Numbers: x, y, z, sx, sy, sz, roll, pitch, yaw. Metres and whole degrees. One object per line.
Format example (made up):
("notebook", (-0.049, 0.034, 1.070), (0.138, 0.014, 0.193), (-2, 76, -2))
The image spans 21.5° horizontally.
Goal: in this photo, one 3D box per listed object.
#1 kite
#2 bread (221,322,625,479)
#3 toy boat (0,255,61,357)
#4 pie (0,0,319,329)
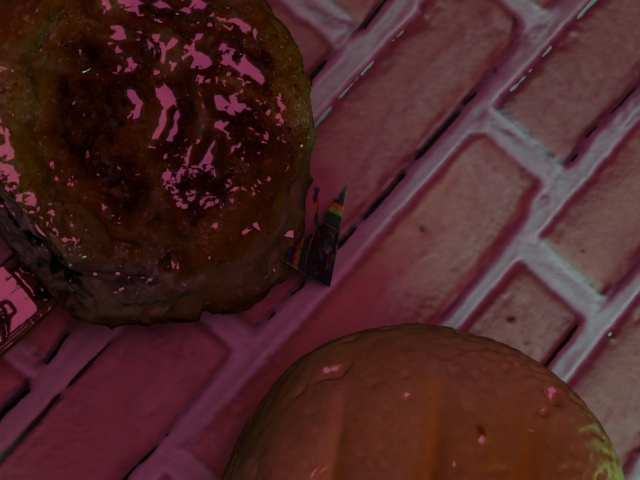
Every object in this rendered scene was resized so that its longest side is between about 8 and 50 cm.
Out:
("kite", (0.000, 0.000, 1.358), (0.122, 0.004, 0.090), (-44, 132, -52))
("bread", (0.072, 0.219, 1.240), (0.321, 0.237, 0.320), (7, 65, -14))
("toy boat", (-0.275, 0.079, 1.270), (0.200, 0.077, 0.057), (-41, 92, -16))
("pie", (-0.144, -0.100, 1.305), (0.288, 0.103, 0.354), (-38, 93, -29))
